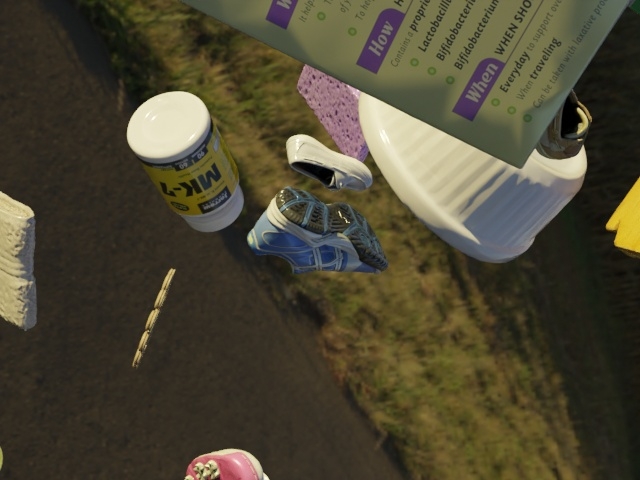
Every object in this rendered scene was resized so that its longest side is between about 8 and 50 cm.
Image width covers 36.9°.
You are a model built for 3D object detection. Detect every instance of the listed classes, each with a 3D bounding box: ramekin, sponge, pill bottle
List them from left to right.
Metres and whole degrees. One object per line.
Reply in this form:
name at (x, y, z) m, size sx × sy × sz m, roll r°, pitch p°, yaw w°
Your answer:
pill bottle at (-0.187, -0.107, 1.389) m, size 0.208 × 0.119 × 0.119 m, roll 66°, pitch 21°, yaw -56°
sponge at (0.034, -0.247, 1.722) m, size 0.031 × 0.117 × 0.210 m, roll -15°, pitch 58°, yaw -34°
ramekin at (0.182, -0.120, 1.086) m, size 0.273 × 0.127 × 0.272 m, roll 29°, pitch 38°, yaw -26°

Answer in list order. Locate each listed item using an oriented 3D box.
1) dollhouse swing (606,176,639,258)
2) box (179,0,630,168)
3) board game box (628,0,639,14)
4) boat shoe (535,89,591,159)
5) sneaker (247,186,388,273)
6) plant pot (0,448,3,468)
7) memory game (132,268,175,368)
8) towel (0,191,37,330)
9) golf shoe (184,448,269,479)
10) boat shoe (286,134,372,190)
dollhouse swing at (0.614, -0.025, 1.193) m, size 0.305 × 0.315 × 0.347 m, roll 35°, pitch 1°, yaw -10°
box at (0.057, -0.196, 0.509) m, size 0.117 × 0.243 × 0.213 m, roll -67°, pitch -177°, yaw -53°
board game box at (0.230, -0.242, 0.599) m, size 0.046 × 0.317 × 0.213 m, roll -52°, pitch 175°, yaw -30°
boat shoe at (0.215, -0.103, 0.852) m, size 0.135 × 0.045 × 0.050 m, roll 27°, pitch 82°, yaw -57°
sneaker at (0.000, 0.000, 1.139) m, size 0.211 × 0.081 × 0.080 m, roll 24°, pitch 35°, yaw -44°
plant pot at (-0.515, 0.312, 1.421) m, size 0.079 × 0.083 × 0.083 m, roll -157°, pitch -132°, yaw -70°
memory game at (-0.291, 0.135, 1.677) m, size 0.186 × 0.012 × 0.186 m, roll -159°, pitch -90°, yaw -85°
towel at (-0.517, 0.009, 1.468) m, size 0.049 × 0.282 × 0.187 m, roll -19°, pitch 121°, yaw -44°
golf shoe at (-0.124, 0.362, 1.391) m, size 0.140 × 0.306 × 0.115 m, roll -24°, pitch 70°, yaw -32°
boat shoe at (0.017, -0.118, 1.646) m, size 0.184 × 0.066 × 0.063 m, roll 30°, pitch 50°, yaw -39°
